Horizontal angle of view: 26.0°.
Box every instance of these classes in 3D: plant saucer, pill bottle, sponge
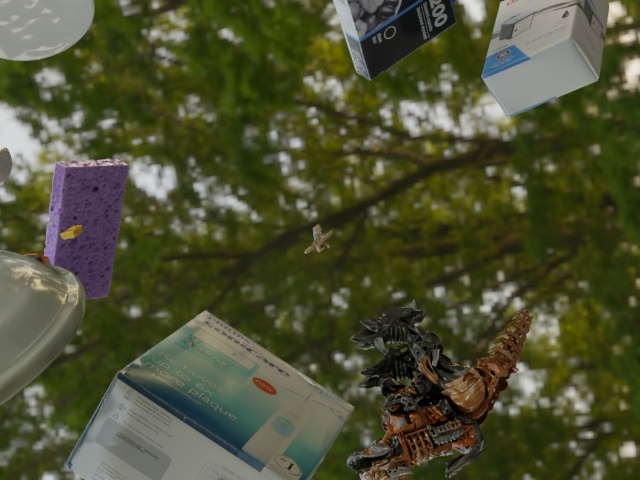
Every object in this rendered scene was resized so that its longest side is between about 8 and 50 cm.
[{"bbox_3d":[-0.430,0.095,1.347,0.400,0.400,0.100,-53,-52,-55],"label":"plant saucer"},{"bbox_3d":[-0.260,-0.262,1.144,0.121,0.121,0.221,36,-153,-54],"label":"pill bottle"},{"bbox_3d":[-0.344,-0.013,2.010,0.117,0.031,0.210,-8,-65,-48],"label":"sponge"}]

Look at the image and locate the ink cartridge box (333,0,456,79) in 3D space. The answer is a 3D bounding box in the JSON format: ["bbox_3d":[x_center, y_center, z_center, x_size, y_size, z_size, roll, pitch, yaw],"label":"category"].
[{"bbox_3d":[0.111,-0.343,1.810,0.208,0.045,0.206,-37,-42,-14],"label":"ink cartridge box"}]

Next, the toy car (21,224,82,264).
[{"bbox_3d":[-0.351,0.025,1.858,0.060,0.122,0.040,59,-151,-7],"label":"toy car"}]

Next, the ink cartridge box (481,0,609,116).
[{"bbox_3d":[0.306,-0.271,1.874,0.082,0.140,0.190,50,-144,-27],"label":"ink cartridge box"}]

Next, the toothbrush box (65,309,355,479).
[{"bbox_3d":[-0.107,0.210,1.498,0.126,0.216,0.295,-59,-7,14],"label":"toothbrush box"}]

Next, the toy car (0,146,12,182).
[{"bbox_3d":[-0.532,-0.108,1.916,0.159,0.182,0.136,50,-152,-15],"label":"toy car"}]

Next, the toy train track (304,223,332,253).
[{"bbox_3d":[0.000,0.000,1.862,0.014,0.048,0.083,49,170,18],"label":"toy train track"}]

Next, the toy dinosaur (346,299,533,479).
[{"bbox_3d":[0.157,0.205,1.868,0.322,0.218,0.164,-24,-38,-37],"label":"toy dinosaur"}]
